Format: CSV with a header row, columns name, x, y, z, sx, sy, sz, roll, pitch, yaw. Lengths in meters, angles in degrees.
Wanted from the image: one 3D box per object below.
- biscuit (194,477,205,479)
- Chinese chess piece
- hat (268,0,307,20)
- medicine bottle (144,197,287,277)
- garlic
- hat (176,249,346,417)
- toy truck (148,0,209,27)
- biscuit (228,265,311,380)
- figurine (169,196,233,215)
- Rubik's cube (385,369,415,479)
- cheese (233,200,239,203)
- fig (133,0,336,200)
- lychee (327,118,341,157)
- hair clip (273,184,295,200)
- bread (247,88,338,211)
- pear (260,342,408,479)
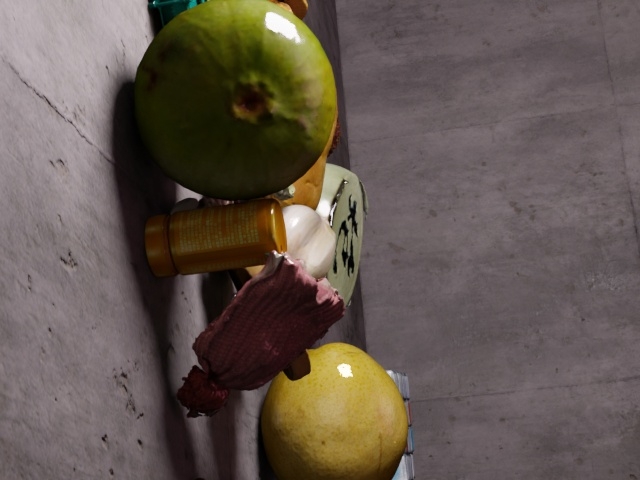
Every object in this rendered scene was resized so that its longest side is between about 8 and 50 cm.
name,x,y,z,sx,sy,sz,roll,pitch,yaw
biscuit,-0.178,0.423,1.607,0.119,0.019,0.130,-85,164,-56
Chinese chess piece,0.000,0.000,2.447,0.349,0.146,0.349,7,90,-74
hat,-0.164,-0.351,1.950,0.244,0.233,0.233,140,-33,-66
medicine bottle,-0.150,-0.003,1.574,0.096,0.192,0.096,-8,90,-80
garlic,-0.077,0.047,2.111,0.281,0.184,0.203,108,6,-61
hat,-0.104,0.145,1.597,0.107,0.286,0.237,46,1,38
toy truck,-0.214,-0.351,1.755,0.116,0.110,0.216,-39,123,-65
biscuit,-0.097,0.089,1.848,0.355,0.052,0.275,51,-19,52
figurine,-0.180,-0.031,1.711,0.146,0.098,0.081,-15,85,-80
Rubik's cube,0.071,0.428,2.428,0.259,0.256,0.253,34,50,-77
cheese,-0.159,-0.103,1.953,0.155,0.062,0.244,-117,-169,-61
fig,-0.134,-0.206,1.599,0.316,0.316,0.316,-7,90,-81
lychee,-0.053,-0.272,2.488,0.188,0.188,0.188,-7,90,-81
hair clip,-0.139,-0.195,2.070,0.321,0.091,0.138,-118,-170,-48
bread,-0.055,-0.206,2.251,0.195,0.149,0.344,57,43,-59
pear,0.023,0.356,2.114,0.314,0.314,0.314,-7,90,-81
